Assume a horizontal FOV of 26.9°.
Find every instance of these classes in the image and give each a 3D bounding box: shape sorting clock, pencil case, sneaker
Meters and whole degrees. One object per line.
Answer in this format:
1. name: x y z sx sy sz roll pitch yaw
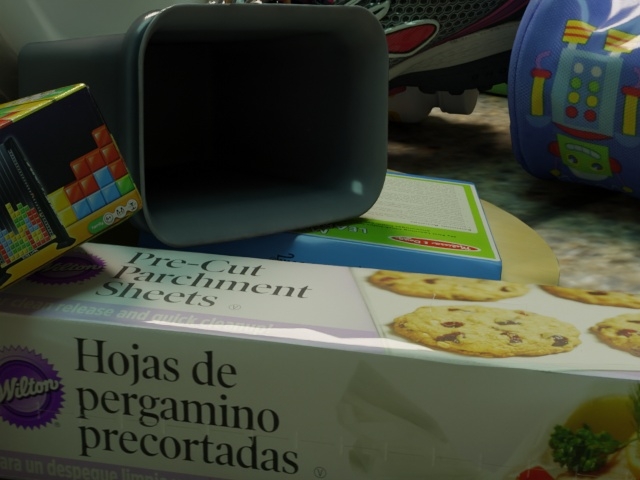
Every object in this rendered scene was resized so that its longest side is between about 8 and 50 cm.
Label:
1. shape sorting clock: 0.000 0.000 0.579 0.206 0.040 0.206 8 16 -2
2. pencil case: 0.245 -0.064 0.636 0.306 0.119 0.133 15 55 31
3. sneaker: 0.011 -0.129 0.721 0.299 0.112 0.121 -23 54 -10

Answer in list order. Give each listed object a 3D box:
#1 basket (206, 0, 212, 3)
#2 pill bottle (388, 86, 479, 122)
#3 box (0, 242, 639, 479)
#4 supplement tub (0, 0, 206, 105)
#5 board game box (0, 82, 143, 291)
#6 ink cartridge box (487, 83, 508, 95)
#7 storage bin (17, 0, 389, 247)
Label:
1. basket: -0.187 -0.285 1.029 0.289 0.255 0.201 24 26 7
2. pill bottle: 0.036 -0.105 0.813 0.116 0.065 0.065 8 23 17
3. box: 0.048 0.052 0.421 0.324 0.063 0.067 5 21 13
4. supplement tub: -0.243 -0.133 0.640 0.338 0.207 0.207 -5 18 26
5. board game box: -0.162 0.003 0.452 0.141 0.048 0.170 -32 17 -32
6. ink cartridge box: 0.186 -0.231 0.843 0.201 0.278 0.117 13 25 30
7. storage bin: -0.050 -0.056 0.523 0.091 0.098 0.135 9 13 39
